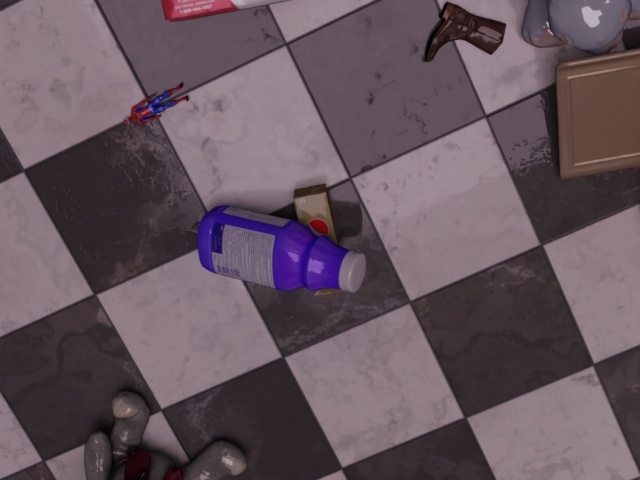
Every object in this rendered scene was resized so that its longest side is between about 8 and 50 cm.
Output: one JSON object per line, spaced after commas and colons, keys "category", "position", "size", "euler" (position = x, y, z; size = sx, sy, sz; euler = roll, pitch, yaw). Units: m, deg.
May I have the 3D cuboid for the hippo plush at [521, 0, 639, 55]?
{"category": "hippo plush", "position": [0.411, -0.406, 1.553], "size": [0.234, 0.236, 0.294], "euler": [-13, 107, 5]}

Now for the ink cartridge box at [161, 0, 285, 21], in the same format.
{"category": "ink cartridge box", "position": [-0.156, -0.506, 1.588], "size": [0.226, 0.131, 0.306], "euler": [-10, 108, 4]}

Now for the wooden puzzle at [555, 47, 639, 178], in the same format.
{"category": "wooden puzzle", "position": [0.491, -0.212, 1.684], "size": [0.221, 0.044, 0.239], "euler": [-9, 130, 4]}

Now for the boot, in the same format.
{"category": "boot", "position": [0.237, -0.319, 1.692], "size": [0.114, 0.037, 0.106], "euler": [21, 109, -10]}

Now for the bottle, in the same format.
{"category": "bottle", "position": [-0.065, 0.022, 1.721], "size": [0.282, 0.092, 0.118], "euler": [12, 120, 23]}

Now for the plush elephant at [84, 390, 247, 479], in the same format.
{"category": "plush elephant", "position": [-0.332, 0.475, 1.835], "size": [0.272, 0.255, 0.330], "euler": [36, 105, -10]}

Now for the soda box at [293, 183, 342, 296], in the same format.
{"category": "soda box", "position": [0.000, 0.000, 1.781], "size": [0.058, 0.061, 0.181], "euler": [-12, 107, 4]}

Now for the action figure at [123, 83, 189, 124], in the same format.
{"category": "action figure", "position": [-0.277, -0.222, 1.734], "size": [0.115, 0.030, 0.038], "euler": [-25, 110, 11]}
